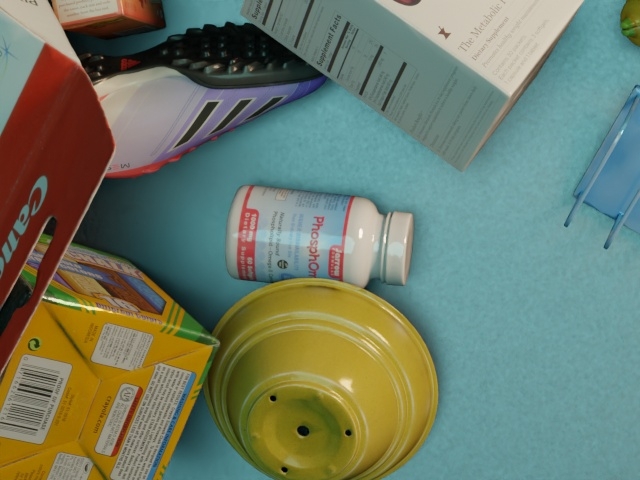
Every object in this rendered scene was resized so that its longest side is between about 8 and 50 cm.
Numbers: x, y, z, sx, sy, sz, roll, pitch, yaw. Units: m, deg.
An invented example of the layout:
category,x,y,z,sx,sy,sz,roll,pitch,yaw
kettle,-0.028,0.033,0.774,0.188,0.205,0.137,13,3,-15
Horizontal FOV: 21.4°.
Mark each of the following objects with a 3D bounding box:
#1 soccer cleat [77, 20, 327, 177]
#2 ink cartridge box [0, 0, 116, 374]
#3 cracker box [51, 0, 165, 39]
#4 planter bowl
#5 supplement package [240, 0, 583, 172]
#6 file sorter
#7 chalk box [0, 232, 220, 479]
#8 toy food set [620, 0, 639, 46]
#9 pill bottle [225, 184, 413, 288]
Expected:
category,x,y,z,sx,sy,sz,roll,pitch,yaw
soccer cleat,-0.141,-0.118,1.539,0.318,0.109,0.116,-10,120,1
ink cartridge box,-0.314,-0.060,1.407,0.091,0.385,0.308,16,116,-32
cracker box,-0.202,-0.301,1.498,0.067,0.156,0.232,-10,92,9
planter bowl,-0.008,0.149,1.492,0.217,0.090,0.217,4,115,8
supplement package,0.075,-0.201,1.448,0.244,0.134,0.139,35,60,5
file sorter,0.309,-0.030,1.445,0.170,0.104,0.118,30,118,6
chalk box,-0.247,0.096,1.490,0.179,0.289,0.180,19,100,-30
toy food set,0.313,-0.210,1.399,0.071,0.218,0.128,-23,92,-32
pill bottle,0.000,0.000,1.518,0.160,0.087,0.087,6,94,8
